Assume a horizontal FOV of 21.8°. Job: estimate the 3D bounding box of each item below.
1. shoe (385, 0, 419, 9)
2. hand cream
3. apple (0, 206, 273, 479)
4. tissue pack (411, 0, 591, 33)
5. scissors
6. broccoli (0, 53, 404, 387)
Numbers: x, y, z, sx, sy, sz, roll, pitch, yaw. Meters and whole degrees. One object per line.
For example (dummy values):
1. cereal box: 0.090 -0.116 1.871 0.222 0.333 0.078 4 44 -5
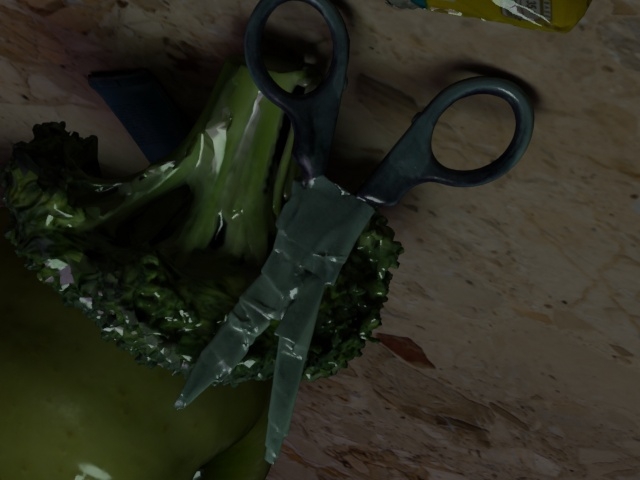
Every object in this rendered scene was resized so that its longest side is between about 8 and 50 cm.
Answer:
1. shoe: 0.040 -0.234 1.242 0.169 0.071 0.099 8 145 33
2. hand cream: -0.148 -0.086 1.662 0.083 0.048 0.224 0 137 36
3. apple: -0.269 0.184 1.784 0.474 0.473 0.473 18 151 10
4. tissue pack: 0.128 -0.278 0.973 0.134 0.192 0.271 15 151 18
5. scissors: 0.000 0.000 1.395 0.256 0.383 0.029 23 -176 -3
6. broccoli: -0.107 -0.026 1.529 0.375 0.302 0.249 17 176 -10
